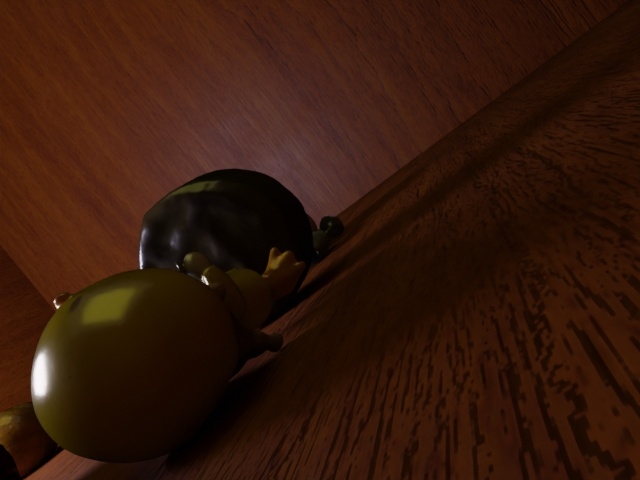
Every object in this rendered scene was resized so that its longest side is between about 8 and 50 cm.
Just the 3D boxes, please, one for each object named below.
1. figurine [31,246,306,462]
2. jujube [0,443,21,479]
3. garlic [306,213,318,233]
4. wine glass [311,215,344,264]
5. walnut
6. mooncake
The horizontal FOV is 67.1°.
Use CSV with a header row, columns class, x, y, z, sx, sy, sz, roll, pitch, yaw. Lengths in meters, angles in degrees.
class,x,y,z,sx,sy,sz,roll,pitch,yaw
figurine,-0.150,0.101,0.559,0.215,0.187,0.344,-46,-7,28
jujube,-0.525,0.349,0.583,0.258,0.258,0.377,-39,10,-17
garlic,-0.103,0.008,1.359,0.281,0.185,0.203,-83,16,-57
wine glass,0.000,0.000,1.215,0.074,0.074,0.262,-36,5,22
walnut,-0.844,0.561,1.329,0.298,0.203,0.203,-37,3,31
mooncake,-0.161,0.022,0.829,0.285,0.284,0.155,-36,9,16
